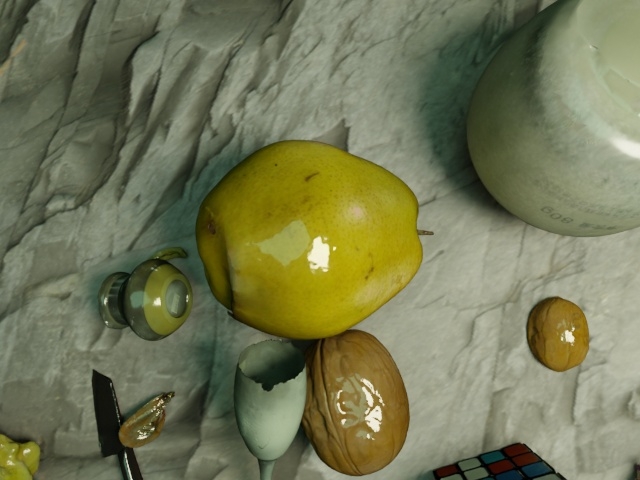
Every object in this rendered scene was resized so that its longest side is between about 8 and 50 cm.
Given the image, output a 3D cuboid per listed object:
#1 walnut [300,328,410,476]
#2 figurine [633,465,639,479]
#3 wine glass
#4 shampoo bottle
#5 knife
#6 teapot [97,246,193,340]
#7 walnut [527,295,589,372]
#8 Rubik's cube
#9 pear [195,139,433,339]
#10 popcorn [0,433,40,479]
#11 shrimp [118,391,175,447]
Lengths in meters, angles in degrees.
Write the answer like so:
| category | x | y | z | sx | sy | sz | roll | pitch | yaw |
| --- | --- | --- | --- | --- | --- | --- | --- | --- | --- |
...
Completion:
| category | x | y | z | sx | sy | sz | roll | pitch | yaw |
| --- | --- | --- | --- | --- | --- | --- | --- | --- | --- |
| walnut | 0.044 | 0.234 | 0.660 | 0.167 | 0.167 | 0.207 | -19 | 83 | 1 |
| figurine | 0.537 | 0.408 | 0.635 | 0.156 | 0.095 | 0.115 | 19 | 72 | 10 |
| wine glass | -0.155 | 0.274 | 0.625 | 0.264 | 0.096 | 0.310 | 7 | 115 | 6 |
| shampoo bottle | 0.374 | -0.168 | 0.614 | 0.322 | 0.317 | 0.323 | 0 | 85 | 5 |
| knife | -0.346 | 0.325 | 0.743 | 0.060 | 0.028 | 0.230 | -23 | 79 | 13 |
| teapot | -0.277 | 0.081 | 0.731 | 0.119 | 0.130 | 0.166 | -3 | 49 | 18 |
| walnut | 0.381 | 0.147 | 0.704 | 0.091 | 0.052 | 0.121 | 2 | 80 | 7 |
| Rubik's cube | 0.267 | 0.400 | 0.624 | 0.154 | 0.155 | 0.151 | -19 | 81 | 2 |
| pear | -0.005 | -0.009 | 0.641 | 0.336 | 0.285 | 0.285 | -31 | 81 | -6 |
| popcorn | -0.554 | 0.405 | 0.637 | 0.292 | 0.237 | 0.293 | 0 | 86 | 2 |
| shrimp | -0.279 | 0.298 | 0.739 | 0.108 | 0.023 | 0.059 | -36 | 106 | -16 |
